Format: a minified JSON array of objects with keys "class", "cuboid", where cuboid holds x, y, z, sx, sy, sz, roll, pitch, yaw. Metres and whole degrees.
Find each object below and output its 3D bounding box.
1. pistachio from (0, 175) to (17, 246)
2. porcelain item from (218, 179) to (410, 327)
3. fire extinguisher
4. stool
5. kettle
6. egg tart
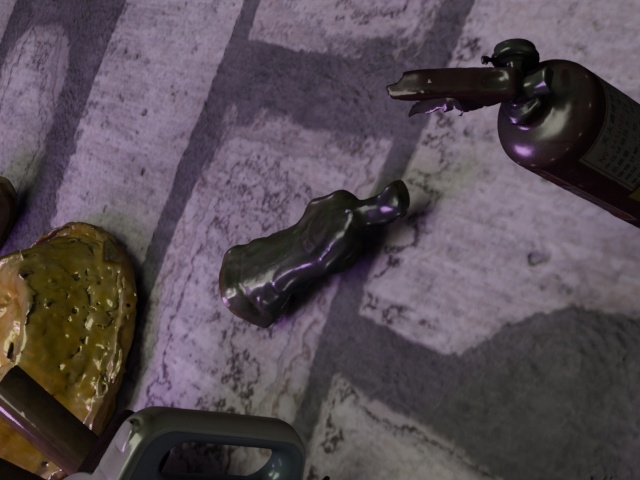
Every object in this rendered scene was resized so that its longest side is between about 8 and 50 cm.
[{"class":"pistachio","cuboid":[-0.505,-0.020,1.490,0.185,0.124,0.124,-36,50,23]},{"class":"porcelain item","cuboid":[0.000,0.000,0.963,0.215,0.069,0.081,-33,40,35]},{"class":"fire extinguisher","cuboid":[0.154,-0.062,0.684,0.106,0.252,0.075,-38,51,33]},{"class":"stool","cuboid":[-0.270,0.260,0.972,0.272,0.178,0.272,25,-90,-89]},{"class":"kettle","cuboid":[-0.085,0.233,0.823,0.211,0.243,0.160,-57,42,10]},{"class":"egg tart","cuboid":[-0.354,0.131,1.246,0.345,0.132,0.346,-19,61,39]}]
